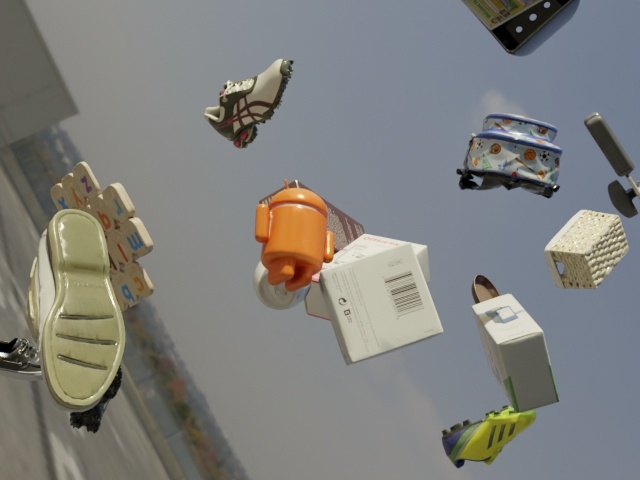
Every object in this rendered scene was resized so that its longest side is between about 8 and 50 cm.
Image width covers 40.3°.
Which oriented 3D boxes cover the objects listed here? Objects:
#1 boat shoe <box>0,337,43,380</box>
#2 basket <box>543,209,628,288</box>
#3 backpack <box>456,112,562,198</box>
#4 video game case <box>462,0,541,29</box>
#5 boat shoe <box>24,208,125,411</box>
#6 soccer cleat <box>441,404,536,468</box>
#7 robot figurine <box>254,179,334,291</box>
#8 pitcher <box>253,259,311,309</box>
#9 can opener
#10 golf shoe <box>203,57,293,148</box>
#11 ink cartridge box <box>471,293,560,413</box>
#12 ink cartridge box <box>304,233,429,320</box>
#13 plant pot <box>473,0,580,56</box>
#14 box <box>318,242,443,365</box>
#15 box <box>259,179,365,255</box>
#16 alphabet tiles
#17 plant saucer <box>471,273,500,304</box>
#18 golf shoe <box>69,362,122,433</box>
[{"bbox_3d":[-0.662,0.242,1.875,0.080,0.228,0.076,-105,-149,-59],"label":"boat shoe"},{"bbox_3d":[0.591,0.023,1.927,0.103,0.167,0.113,9,-48,51],"label":"basket"},{"bbox_3d":[0.498,-0.213,2.222,0.263,0.277,0.213,-56,153,-78],"label":"backpack"},{"bbox_3d":[0.333,-0.485,1.565,0.212,0.193,0.023,28,46,-43],"label":"video game case"},{"bbox_3d":[-0.343,0.106,1.201,0.103,0.113,0.302,-44,-137,38],"label":"boat shoe"},{"bbox_3d":[0.423,0.483,2.141,0.289,0.093,0.121,-33,-107,41],"label":"soccer cleat"},{"bbox_3d":[-0.050,-0.010,1.749,0.128,0.158,0.219,87,8,-65],"label":"robot figurine"},{"bbox_3d":[-0.070,0.050,1.917,0.207,0.125,0.177,-63,169,-70],"label":"pitcher"},{"bbox_3d":[0.723,-0.179,2.159,0.283,0.095,0.076,53,19,-12],"label":"can opener"},{"bbox_3d":[-0.154,-0.303,1.872,0.120,0.105,0.273,29,-43,-16],"label":"golf shoe"},{"bbox_3d":[0.379,0.216,1.709,0.212,0.093,0.154,-98,171,-73],"label":"ink cartridge box"},{"bbox_3d":[0.120,0.100,2.222,0.207,0.283,0.117,12,-59,35],"label":"ink cartridge box"},{"bbox_3d":[0.439,-0.502,1.869,0.187,0.188,0.167,55,16,20],"label":"plant pot"},{"bbox_3d":[0.108,0.120,1.622,0.119,0.182,0.181,100,-29,-78],"label":"box"},{"bbox_3d":[0.000,0.000,2.467,0.381,0.143,0.191,34,35,-53],"label":"box"},{"bbox_3d":[-0.414,-0.002,1.658,0.284,0.021,0.278,-28,-89,48],"label":"alphabet tiles"},{"bbox_3d":[0.524,0.187,2.746,0.168,0.029,0.168,37,35,-32],"label":"plant saucer"},{"bbox_3d":[-0.408,0.262,1.601,0.198,0.077,0.094,-57,-166,35],"label":"golf shoe"}]
